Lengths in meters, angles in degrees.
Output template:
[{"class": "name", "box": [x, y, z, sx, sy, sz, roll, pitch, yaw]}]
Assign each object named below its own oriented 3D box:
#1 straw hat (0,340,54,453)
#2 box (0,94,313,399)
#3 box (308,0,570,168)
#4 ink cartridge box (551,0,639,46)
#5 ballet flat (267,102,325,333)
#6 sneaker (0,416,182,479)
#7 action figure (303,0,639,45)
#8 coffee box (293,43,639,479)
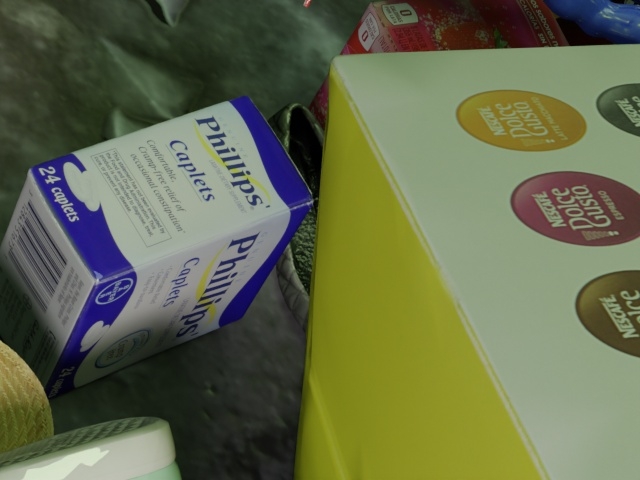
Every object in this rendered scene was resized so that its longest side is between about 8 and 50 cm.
[{"class": "straw hat", "box": [-0.201, 0.094, 0.798, 0.144, 0.144, 0.061, 2, 17, -24]}, {"class": "box", "box": [-0.091, 0.005, 0.873, 0.137, 0.126, 0.072, -23, 69, -34]}, {"class": "box", "box": [0.103, -0.008, 0.971, 0.123, 0.128, 0.257, -10, 64, -30]}, {"class": "ink cartridge box", "box": [0.220, -0.243, 1.061, 0.130, 0.309, 0.272, -9, 59, -30]}, {"class": "ballet flat", "box": [0.000, 0.000, 0.966, 0.057, 0.049, 0.173, -14, 65, -21]}, {"class": "sneaker", "box": [-0.169, 0.182, 0.734, 0.256, 0.094, 0.151, -14, 93, -21]}, {"class": "action figure", "box": [0.095, -0.146, 0.931, 0.280, 0.139, 0.091, 39, 43, -21]}, {"class": "coffee box", "box": [0.181, 0.142, 0.679, 0.334, 0.338, 0.337, -3, 33, -14]}]
